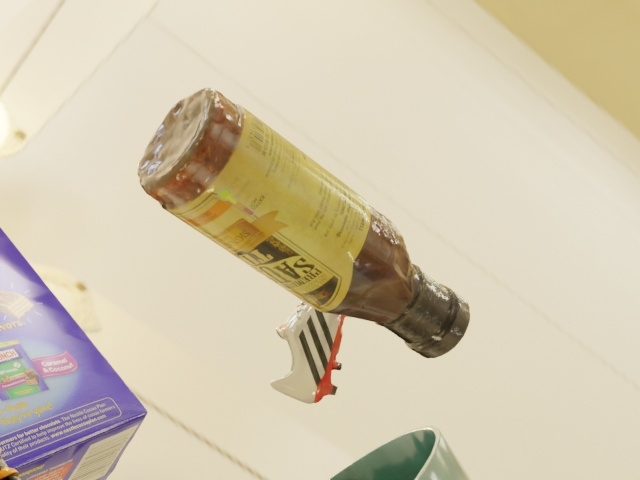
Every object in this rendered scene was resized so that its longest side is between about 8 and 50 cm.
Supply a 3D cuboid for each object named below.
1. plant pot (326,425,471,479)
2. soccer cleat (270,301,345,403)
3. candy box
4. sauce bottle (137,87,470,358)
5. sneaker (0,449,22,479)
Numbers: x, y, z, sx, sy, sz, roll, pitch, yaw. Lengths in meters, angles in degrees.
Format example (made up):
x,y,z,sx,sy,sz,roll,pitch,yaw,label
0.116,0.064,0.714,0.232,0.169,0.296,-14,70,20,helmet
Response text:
x,y,z,sx,sy,sz,roll,pitch,yaw,label
0.039,0.310,0.768,0.235,0.293,0.293,52,-147,1,plant pot
-0.003,0.039,0.563,0.035,0.029,0.083,12,-99,-5,soccer cleat
-0.358,0.107,1.012,0.317,0.122,0.268,49,-146,19,candy box
0.000,0.000,0.376,0.128,0.042,0.042,35,-146,-28,sauce bottle
-0.186,0.135,0.578,0.215,0.083,0.084,31,-152,11,sneaker
